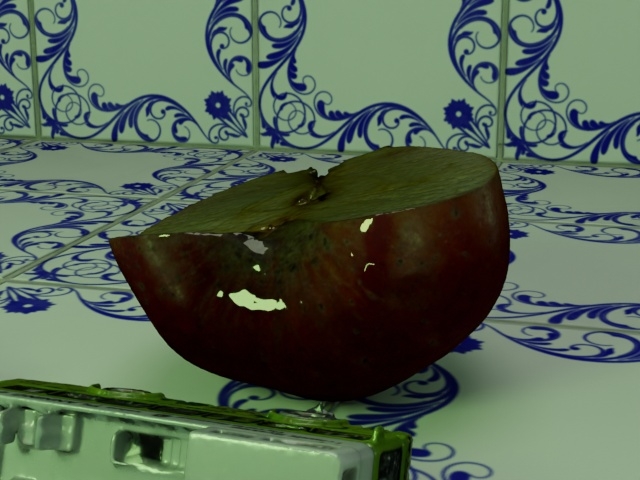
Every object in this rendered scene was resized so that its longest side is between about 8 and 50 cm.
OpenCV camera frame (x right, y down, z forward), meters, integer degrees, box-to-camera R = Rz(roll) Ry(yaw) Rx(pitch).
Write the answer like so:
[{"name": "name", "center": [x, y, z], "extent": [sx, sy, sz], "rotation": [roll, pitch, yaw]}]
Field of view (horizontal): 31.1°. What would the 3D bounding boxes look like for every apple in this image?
[{"name": "apple", "center": [0.000, 0.000, 1.084], "extent": [0.329, 0.295, 0.365], "rotation": [30, 14, -1]}]

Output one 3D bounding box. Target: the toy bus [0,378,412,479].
[{"name": "toy bus", "center": [-0.100, 0.156, 0.748], "extent": [0.302, 0.113, 0.139], "rotation": [5, -3, 19]}]
